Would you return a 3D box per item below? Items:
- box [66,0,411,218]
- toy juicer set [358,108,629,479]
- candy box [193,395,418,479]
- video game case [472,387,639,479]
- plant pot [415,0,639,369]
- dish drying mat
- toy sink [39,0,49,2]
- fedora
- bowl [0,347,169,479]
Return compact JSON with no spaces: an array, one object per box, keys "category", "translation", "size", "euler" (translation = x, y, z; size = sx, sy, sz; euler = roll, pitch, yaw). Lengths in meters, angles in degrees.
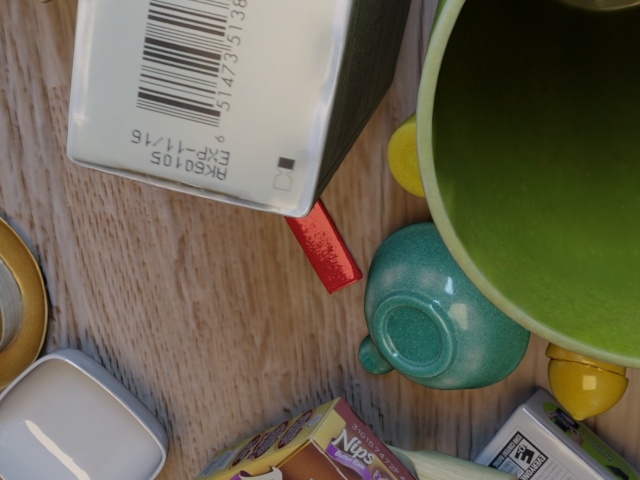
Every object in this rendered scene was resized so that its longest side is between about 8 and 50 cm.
[{"category":"box","translation":[-0.020,-0.137,0.570],"size":[0.121,0.311,0.148],"euler":[13,111,6]},{"category":"toy juicer set","translation":[0.117,0.071,0.722],"size":[0.209,0.089,0.329],"euler":[30,126,22]},{"category":"candy box","translation":[-0.014,0.200,0.790],"size":[0.109,0.053,0.186],"euler":[48,135,-7]},{"category":"video game case","translation":[0.180,0.295,0.779],"size":[0.244,0.061,0.270],"euler":[42,114,18]},{"category":"plant pot","translation":[0.181,-0.130,0.528],"size":[0.274,0.294,0.275],"euler":[1,124,2]},{"category":"dish drying mat","translation":[0.000,0.000,0.778],"size":[0.032,0.008,0.083],"euler":[-26,101,18]},{"category":"toy sink","translation":[-0.176,-0.300,0.643],"size":[0.152,0.131,0.234],"euler":[-32,104,20]},{"category":"fedora","translation":[-0.323,0.053,0.825],"size":[0.194,0.079,0.194],"euler":[4,110,10]},{"category":"bowl","translation":[-0.207,0.165,0.855],"size":[0.142,0.053,0.142],"euler":[44,112,-6]}]
